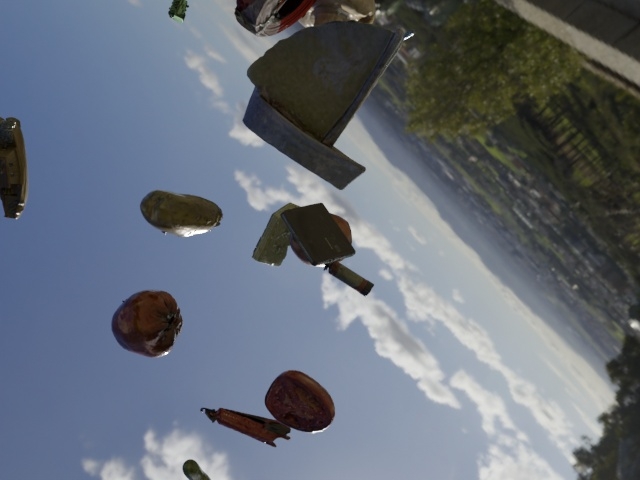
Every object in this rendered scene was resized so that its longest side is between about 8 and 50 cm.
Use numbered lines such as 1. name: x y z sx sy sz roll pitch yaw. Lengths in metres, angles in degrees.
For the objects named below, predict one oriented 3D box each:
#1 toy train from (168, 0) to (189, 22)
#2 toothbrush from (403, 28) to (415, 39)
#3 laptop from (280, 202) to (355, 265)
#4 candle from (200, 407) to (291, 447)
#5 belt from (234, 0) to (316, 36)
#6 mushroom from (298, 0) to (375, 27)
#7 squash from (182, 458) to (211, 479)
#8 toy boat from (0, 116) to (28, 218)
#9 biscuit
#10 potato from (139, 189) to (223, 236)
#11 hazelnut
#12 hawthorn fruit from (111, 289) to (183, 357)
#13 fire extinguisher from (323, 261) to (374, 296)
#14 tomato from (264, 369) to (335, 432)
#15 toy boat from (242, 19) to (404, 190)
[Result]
1. toy train: -0.431 -0.710 2.063 0.053 0.083 0.033 23 163 -13
2. toothbrush: 0.184 -0.540 1.885 0.219 0.019 0.016 -14 119 51
3. laptop: -0.008 -0.022 1.959 0.154 0.026 0.207 -13 -125 -33
4. candle: -0.237 0.578 2.144 0.302 0.084 0.059 20 151 -2
5. belt: -0.117 -0.761 2.057 0.115 0.324 0.227 48 -171 18
6. mushroom: 0.047 -0.762 2.340 0.292 0.290 0.292 6 171 1
7. squash: -0.357 0.691 1.979 0.052 0.052 0.183 56 173 43
8. toy boat: -0.945 -0.217 2.041 0.089 0.321 0.121 7 -157 5
9. biscuit: -0.150 -0.024 2.545 0.052 0.252 0.150 29 -176 35
10. potato: -0.451 -0.087 2.236 0.191 0.141 0.296 22 -166 42
11. hazelnut: 0.000 0.000 2.241 0.214 0.214 0.176 -121 14 -51
12. hawthorn fruit: -0.577 0.272 2.191 0.224 0.261 0.224 26 -121 -55
13. fire extinguisher: 0.078 0.103 2.050 0.177 0.062 0.050 33 148 -3
14. tomato: -0.039 0.390 1.654 0.174 0.166 0.082 34 -144 10
15. toy boat: -0.011 -0.262 1.232 0.276 0.293 0.111 21 -171 19
